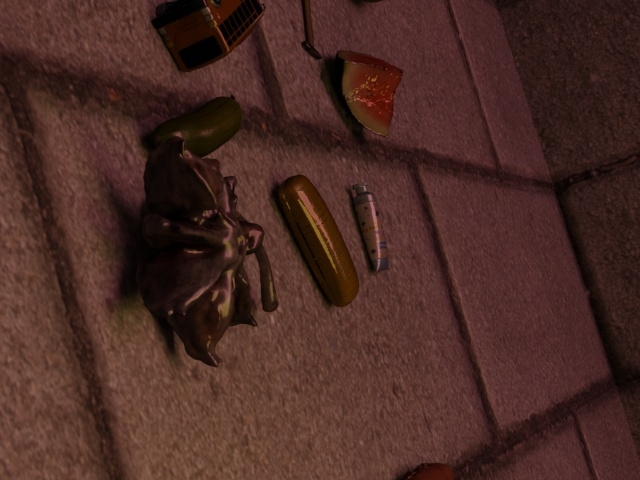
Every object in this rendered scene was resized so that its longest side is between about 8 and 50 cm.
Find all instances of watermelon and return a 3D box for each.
[{"bbox_3d":[0.088,-0.291,2.214,0.193,0.137,0.145,-31,136,-65],"label":"watermelon"}]

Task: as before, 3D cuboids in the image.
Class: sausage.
[{"bbox_3d":[0.151,0.422,1.829,0.304,0.078,0.078,-9,81,-66],"label":"sausage"}]

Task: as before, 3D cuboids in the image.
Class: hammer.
[{"bbox_3d":[-0.023,-0.443,2.176,0.062,0.013,0.198,37,41,-52],"label":"hammer"}]

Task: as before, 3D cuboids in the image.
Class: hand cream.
[{"bbox_3d":[0.094,-0.025,2.081,0.065,0.043,0.170,-10,86,-65],"label":"hand cream"}]

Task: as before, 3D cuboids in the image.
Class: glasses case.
[{"bbox_3d":[0.000,0.000,1.834,0.234,0.064,0.079,64,32,-17],"label":"glasses case"}]

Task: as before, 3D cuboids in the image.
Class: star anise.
[{"bbox_3d":[-0.157,0.024,1.431,0.316,0.139,0.359,-59,141,-51],"label":"star anise"}]

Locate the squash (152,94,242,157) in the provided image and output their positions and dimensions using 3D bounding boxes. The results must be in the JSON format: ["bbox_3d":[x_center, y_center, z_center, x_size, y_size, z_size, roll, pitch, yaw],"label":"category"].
[{"bbox_3d":[-0.168,-0.158,1.591,0.069,0.069,0.258,67,24,-9],"label":"squash"}]

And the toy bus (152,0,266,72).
[{"bbox_3d":[-0.162,-0.342,1.699,0.114,0.098,0.201,62,26,-20],"label":"toy bus"}]

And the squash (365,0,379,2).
[{"bbox_3d":[0.125,-0.594,2.477,0.123,0.123,0.186,60,25,-22],"label":"squash"}]
